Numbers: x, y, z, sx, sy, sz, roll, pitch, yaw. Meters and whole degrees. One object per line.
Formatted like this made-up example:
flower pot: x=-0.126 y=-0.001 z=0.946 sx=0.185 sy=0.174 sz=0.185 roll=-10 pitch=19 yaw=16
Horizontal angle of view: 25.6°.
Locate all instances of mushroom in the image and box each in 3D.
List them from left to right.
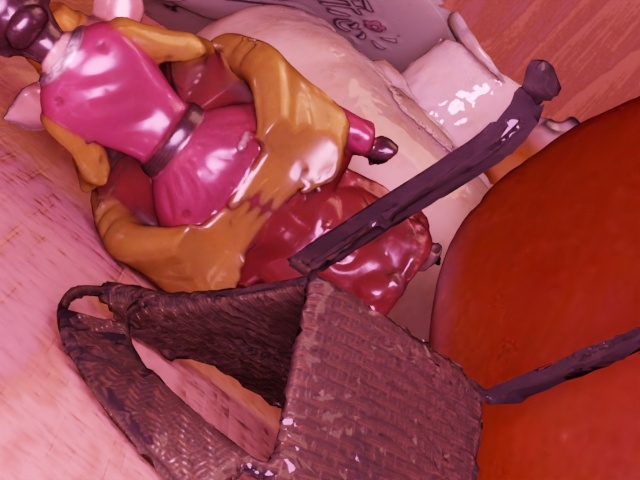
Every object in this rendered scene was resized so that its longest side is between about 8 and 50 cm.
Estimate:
mushroom: x=0.028 y=-0.034 z=0.797 sx=0.246 sy=0.202 sz=0.246 roll=49 pitch=8 yaw=-9

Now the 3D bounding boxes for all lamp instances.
lamp: x=-0.065 y=-0.044 z=0.618 sx=0.253 sy=0.118 sz=0.118 roll=36 pitch=4 yaw=-11

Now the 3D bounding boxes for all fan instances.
fan: x=-0.110 y=-0.156 z=0.871 sx=0.415 sy=0.012 sz=0.233 roll=11 pitch=-18 yaw=24

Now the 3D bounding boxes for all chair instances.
chair: x=0.015 y=0.059 z=0.438 sx=0.213 sy=0.149 sz=0.174 roll=-17 pitch=-41 yaw=42

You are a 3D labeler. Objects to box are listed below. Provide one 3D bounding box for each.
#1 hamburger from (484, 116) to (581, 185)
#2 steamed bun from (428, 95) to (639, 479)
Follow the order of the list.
hamburger: x=0.195 y=0.026 z=1.235 sx=0.276 sy=0.237 sz=0.276 roll=54 pitch=10 yaw=-14
steamed bun: x=0.213 y=0.110 z=0.522 sx=0.379 sy=0.248 sz=0.235 roll=17 pitch=-18 yaw=41
